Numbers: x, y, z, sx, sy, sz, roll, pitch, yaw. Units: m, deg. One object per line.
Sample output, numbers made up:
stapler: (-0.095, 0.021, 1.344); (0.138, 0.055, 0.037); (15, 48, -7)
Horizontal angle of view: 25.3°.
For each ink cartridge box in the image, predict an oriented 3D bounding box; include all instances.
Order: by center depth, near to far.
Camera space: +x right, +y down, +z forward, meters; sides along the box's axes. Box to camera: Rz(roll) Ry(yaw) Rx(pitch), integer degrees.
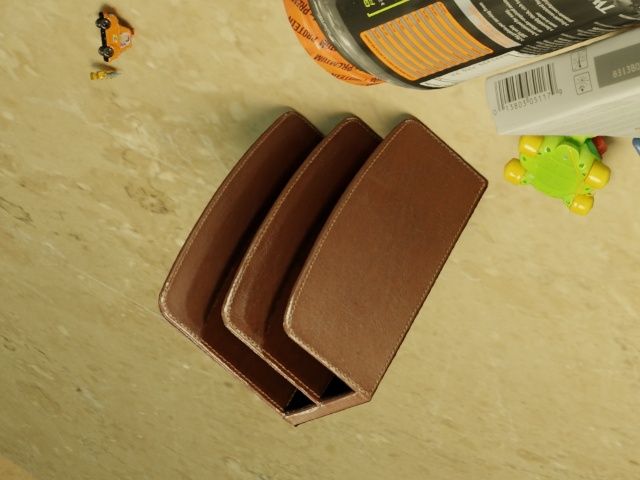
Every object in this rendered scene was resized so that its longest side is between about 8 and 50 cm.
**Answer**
ink cartridge box: (0.283, -0.130, 1.181); (0.189, 0.232, 0.066); (-15, 85, 48)

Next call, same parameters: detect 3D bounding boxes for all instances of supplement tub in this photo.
supplement tub: (0.133, -0.240, 1.130); (0.338, 0.207, 0.207); (-13, 127, 48)

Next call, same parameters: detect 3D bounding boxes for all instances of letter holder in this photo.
letter holder: (0.000, 0.000, 1.478); (0.214, 0.302, 0.152); (41, 147, -15)

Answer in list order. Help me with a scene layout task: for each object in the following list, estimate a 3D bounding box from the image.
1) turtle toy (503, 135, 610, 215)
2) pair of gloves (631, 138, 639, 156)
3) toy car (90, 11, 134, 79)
turtle toy: (0.240, -0.088, 1.380); (0.095, 0.066, 0.130); (26, 147, 5)
pair of gloves: (0.386, -0.088, 1.300); (0.159, 0.023, 0.198); (46, 143, -22)
toy car: (-0.240, -0.225, 1.641); (0.040, 0.060, 0.122); (-8, 174, -17)
